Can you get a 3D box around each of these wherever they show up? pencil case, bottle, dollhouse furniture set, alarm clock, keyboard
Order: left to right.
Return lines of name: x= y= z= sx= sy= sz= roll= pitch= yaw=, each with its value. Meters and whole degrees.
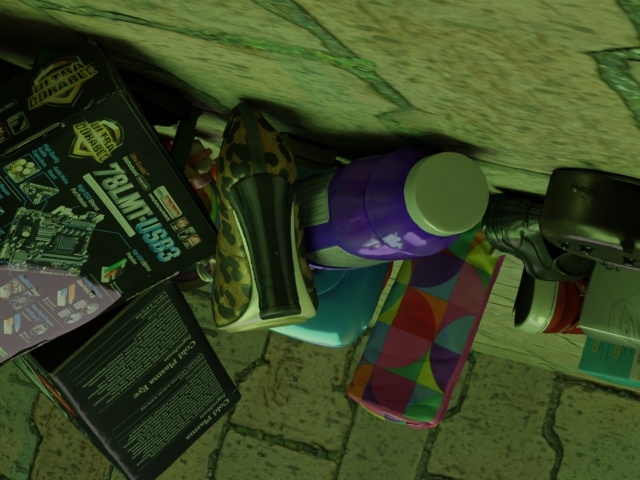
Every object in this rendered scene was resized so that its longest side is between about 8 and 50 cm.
keyboard: x=-0.185 y=-0.131 z=1.540 sx=0.108 sy=0.023 sz=0.180 roll=29 pitch=168 yaw=-38
dollhouse furniture set: x=-0.062 y=-0.074 z=1.565 sx=0.152 sy=0.058 sz=0.076 roll=17 pitch=174 yaw=-12
bottle: x=0.057 y=-0.027 z=1.468 sx=0.118 sy=0.092 sz=0.283 roll=-2 pitch=176 yaw=-19
pencil case: x=0.111 y=0.063 z=1.600 sx=0.104 sy=0.236 sz=0.104 roll=24 pitch=177 yaw=1
alarm clock: x=0.242 y=-0.010 z=1.375 sx=0.129 sy=0.064 sz=0.192 roll=15 pitch=177 yaw=3

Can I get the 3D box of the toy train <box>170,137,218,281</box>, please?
toy train: x=-0.105 y=-0.045 z=1.704 sx=0.046 sy=0.166 sz=0.125 roll=-26 pitch=124 yaw=34

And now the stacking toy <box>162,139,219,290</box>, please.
stacking toy: x=-0.173 y=-0.042 z=1.921 sx=0.141 sy=0.141 sz=0.330 roll=15 pitch=167 yaw=5

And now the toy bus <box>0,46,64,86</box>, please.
toy bus: x=-0.314 y=-0.093 z=1.454 sx=0.202 sy=0.104 sz=0.191 roll=19 pitch=144 yaw=-28

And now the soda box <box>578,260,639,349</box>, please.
soda box: x=0.399 y=0.080 z=1.629 sx=0.286 sy=0.091 sz=0.098 roll=14 pitch=174 yaw=14

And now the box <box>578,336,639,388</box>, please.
box: x=0.419 y=0.131 z=2.011 sx=0.060 sy=0.100 sz=0.244 roll=20 pitch=172 yaw=-32

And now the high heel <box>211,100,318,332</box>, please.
high heel: x=-0.059 y=-0.015 z=1.518 sx=0.093 sy=0.186 sz=0.261 roll=-8 pitch=174 yaw=-10

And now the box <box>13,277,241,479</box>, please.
box: x=-0.299 y=0.079 z=2.015 sx=0.343 sy=0.179 sz=0.312 roll=40 pitch=166 yaw=32

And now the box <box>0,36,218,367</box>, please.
box: x=-0.260 y=-0.009 z=1.447 sx=0.073 sy=0.293 sz=0.295 roll=60 pitch=180 yaw=29

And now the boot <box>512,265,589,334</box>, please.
boot: x=0.305 y=0.074 z=1.872 sx=0.176 sy=0.088 sz=0.244 roll=15 pitch=-178 yaw=7

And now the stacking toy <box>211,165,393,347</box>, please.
stacking toy: x=0.000 y=0.000 z=1.774 sx=0.166 sy=0.175 sz=0.302 roll=17 pitch=-174 yaw=3

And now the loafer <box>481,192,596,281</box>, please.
loafer: x=0.215 y=0.003 z=1.557 sx=0.061 sy=0.062 sz=0.170 roll=5 pitch=170 yaw=39

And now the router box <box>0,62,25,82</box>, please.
router box: x=-0.402 y=-0.148 z=1.655 sx=0.309 sy=0.081 sz=0.243 roll=20 pitch=172 yaw=-39
